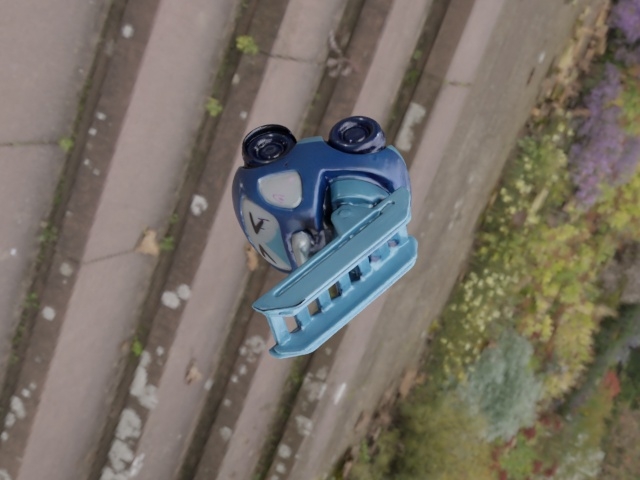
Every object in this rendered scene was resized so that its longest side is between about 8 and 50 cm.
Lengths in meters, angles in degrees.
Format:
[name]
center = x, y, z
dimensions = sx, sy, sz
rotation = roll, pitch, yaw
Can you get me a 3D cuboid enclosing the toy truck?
[toy truck]
center = 0.000, 0.000, 0.345
dimensions = 0.090, 0.073, 0.056
rotation = -88, 168, -45
